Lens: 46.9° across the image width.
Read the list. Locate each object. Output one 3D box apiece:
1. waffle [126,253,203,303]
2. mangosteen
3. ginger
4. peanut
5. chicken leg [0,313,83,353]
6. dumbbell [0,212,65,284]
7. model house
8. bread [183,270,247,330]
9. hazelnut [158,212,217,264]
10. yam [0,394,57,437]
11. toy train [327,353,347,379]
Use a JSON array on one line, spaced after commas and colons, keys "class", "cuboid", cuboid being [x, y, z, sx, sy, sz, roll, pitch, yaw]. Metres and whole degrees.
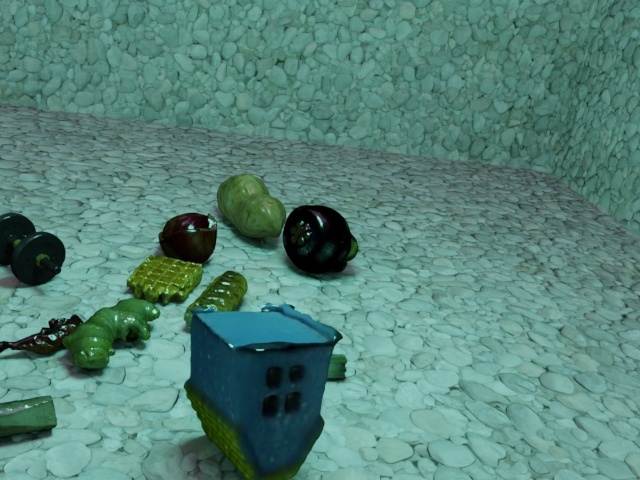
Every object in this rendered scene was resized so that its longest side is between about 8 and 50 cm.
[{"class": "waffle", "cuboid": [-0.418, 0.109, 1.970, 0.160, 0.055, 0.211, 10, 20, 4]}, {"class": "mangosteen", "cuboid": [0.000, 0.000, 2.246, 0.243, 0.243, 0.243, 9, 21, -3]}, {"class": "ginger", "cuboid": [-0.466, 0.203, 1.672, 0.137, 0.089, 0.290, 36, 24, 12]}, {"class": "peanut", "cuboid": [-0.226, -0.116, 2.440, 0.169, 0.192, 0.387, -16, 30, -24]}, {"class": "chicken leg", "cuboid": [-0.604, 0.214, 1.628, 0.089, 0.048, 0.219, 16, 22, 23]}, {"class": "dumbbell", "cuboid": [-0.770, 0.020, 1.916, 0.325, 0.143, 0.143, 25, 26, 34]}, {"class": "model house", "cuboid": [-0.121, 0.283, 1.350, 0.215, 0.303, 0.237, 5, 10, -34]}, {"class": "bread", "cuboid": [-0.261, 0.152, 1.893, 0.087, 0.098, 0.269, 52, 21, -7]}, {"class": "hazelnut", "cuboid": [-0.391, -0.012, 2.152, 0.170, 0.161, 0.202, -4, 30, -28]}, {"class": "yam", "cuboid": [-0.569, 0.325, 1.339, 0.169, 0.068, 0.068, -4, 25, -30]}, {"class": "toy train", "cuboid": [0.018, 0.291, 1.702, 0.093, 0.056, 0.038, 3, 24, -17]}]
